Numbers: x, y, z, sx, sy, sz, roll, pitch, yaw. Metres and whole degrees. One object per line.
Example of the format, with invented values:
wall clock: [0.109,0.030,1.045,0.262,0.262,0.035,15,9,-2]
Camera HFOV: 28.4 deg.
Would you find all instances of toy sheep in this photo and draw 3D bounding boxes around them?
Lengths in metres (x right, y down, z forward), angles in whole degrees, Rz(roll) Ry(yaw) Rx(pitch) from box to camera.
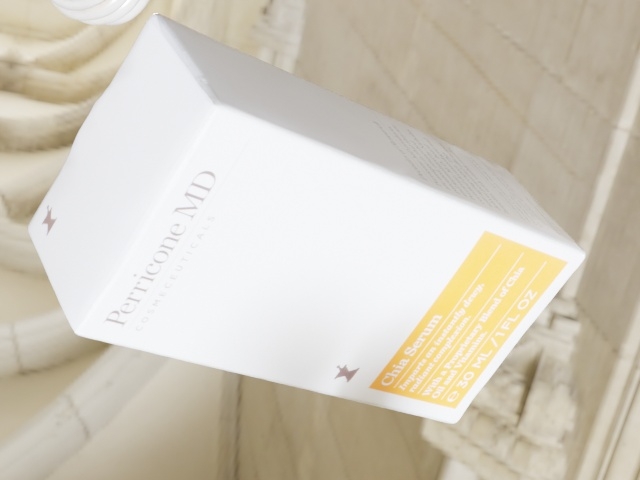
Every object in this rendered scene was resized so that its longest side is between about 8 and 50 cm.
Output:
toy sheep: [-0.165,-0.201,0.929,0.091,0.091,0.132,26,-177,28]

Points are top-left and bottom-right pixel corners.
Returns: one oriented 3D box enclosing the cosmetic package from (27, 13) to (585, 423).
cosmetic package: [0.000,0.000,1.142,0.453,0.230,0.161,18,-155,-39]
